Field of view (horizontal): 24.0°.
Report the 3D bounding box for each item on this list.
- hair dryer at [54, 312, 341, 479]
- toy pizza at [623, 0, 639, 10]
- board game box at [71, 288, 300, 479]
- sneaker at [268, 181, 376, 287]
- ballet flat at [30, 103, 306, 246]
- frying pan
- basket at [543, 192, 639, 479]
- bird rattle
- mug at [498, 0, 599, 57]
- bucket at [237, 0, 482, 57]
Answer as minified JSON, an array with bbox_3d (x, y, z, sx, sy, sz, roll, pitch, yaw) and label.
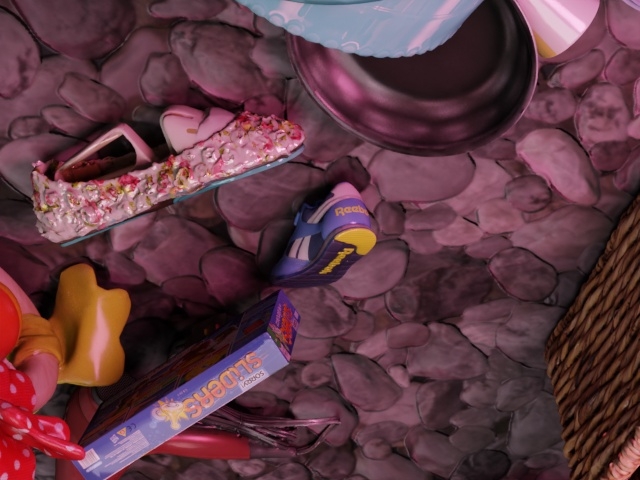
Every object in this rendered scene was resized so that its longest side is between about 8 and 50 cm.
[{"bbox_3d":[-0.147,0.199,1.457,0.293,0.080,0.224,-24,129,19],"label":"hair dryer"},{"bbox_3d":[0.283,-0.249,1.073,0.201,0.032,0.201,-14,135,-14],"label":"toy pizza"},{"bbox_3d":[-0.113,0.124,1.295,0.201,0.136,0.035,-33,100,11],"label":"board game box"},{"bbox_3d":[0.000,0.000,1.305,0.053,0.059,0.144,2,155,-33],"label":"sneaker"},{"bbox_3d":[-0.133,-0.065,1.222,0.241,0.091,0.077,-20,107,12],"label":"ballet flat"},{"bbox_3d":[0.015,-0.182,1.135,0.326,0.053,0.197,32,135,-6],"label":"frying pan"},{"bbox_3d":[0.348,0.101,1.287,0.213,0.223,0.299,13,130,-13],"label":"basket"},{"bbox_3d":[-0.280,0.100,1.270,0.143,0.253,0.207,-37,100,27],"label":"bird rattle"},{"bbox_3d":[0.161,-0.175,1.139,0.064,0.062,0.078,37,98,-20],"label":"mug"},{"bbox_3d":[0.032,-0.260,0.929,0.281,0.281,0.183,19,133,-18],"label":"bucket"}]
